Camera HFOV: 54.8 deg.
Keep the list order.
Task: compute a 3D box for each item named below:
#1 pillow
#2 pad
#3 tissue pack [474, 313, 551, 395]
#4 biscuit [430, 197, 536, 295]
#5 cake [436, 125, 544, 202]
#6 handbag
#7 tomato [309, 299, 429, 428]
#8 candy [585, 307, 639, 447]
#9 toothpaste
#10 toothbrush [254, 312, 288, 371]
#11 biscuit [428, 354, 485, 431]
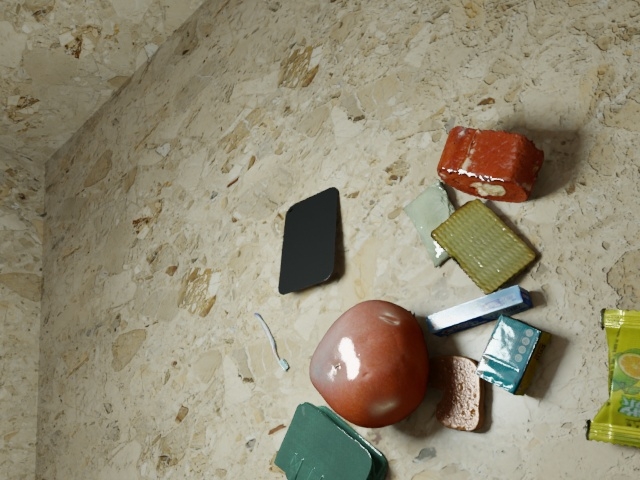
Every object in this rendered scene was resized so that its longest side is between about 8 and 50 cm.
[{"bbox_3d":[0.339,-0.052,1.789,0.148,0.050,0.229,-42,50,28],"label":"pillow"},{"bbox_3d":[0.000,-0.001,2.092,0.315,0.063,0.375,-22,50,36],"label":"pad"},{"bbox_3d":[0.472,0.280,1.512,0.120,0.082,0.169,24,90,44],"label":"tissue pack"},{"bbox_3d":[0.432,0.014,1.657,0.172,0.029,0.254,-39,56,4],"label":"biscuit"},{"bbox_3d":[0.453,-0.201,1.657,0.283,0.177,0.150,14,83,39],"label":"cake"},{"bbox_3d":[0.023,0.638,1.775,0.326,0.089,0.238,29,94,43],"label":"handbag"},{"bbox_3d":[0.130,0.324,1.658,0.341,0.273,0.341,-23,62,52],"label":"tomato"},{"bbox_3d":[0.677,0.293,1.323,0.187,0.081,0.297,-1,73,40],"label":"candy"},{"bbox_3d":[0.411,0.189,1.615,0.272,0.066,0.053,-25,58,33],"label":"toothpaste"},{"bbox_3d":[-0.171,0.341,2.111,0.027,0.021,0.269,-41,50,7],"label":"toothbrush"},{"bbox_3d":[0.344,0.396,1.615,0.186,0.036,0.192,-10,67,42],"label":"biscuit"}]
